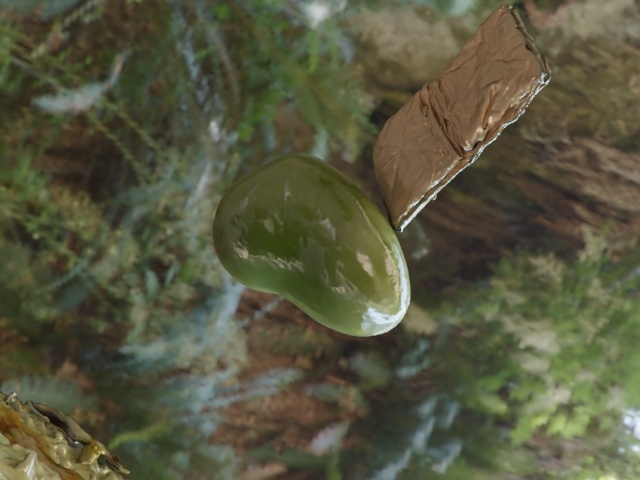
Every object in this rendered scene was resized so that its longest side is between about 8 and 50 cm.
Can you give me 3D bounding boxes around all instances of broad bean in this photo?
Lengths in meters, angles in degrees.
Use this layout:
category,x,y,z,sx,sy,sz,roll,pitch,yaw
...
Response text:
category,x,y,z,sx,sy,sz,roll,pitch,yaw
broad bean,0.000,0.000,1.398,0.263,0.121,0.189,23,-51,40

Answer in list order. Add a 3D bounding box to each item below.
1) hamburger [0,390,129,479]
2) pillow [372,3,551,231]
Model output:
category,x,y,z,sx,sy,sz,roll,pitch,yaw
hamburger,-0.258,0.307,1.101,0.445,0.268,0.287,32,-92,19
pillow,0.127,-0.118,1.301,0.232,0.043,0.126,-46,-139,33
